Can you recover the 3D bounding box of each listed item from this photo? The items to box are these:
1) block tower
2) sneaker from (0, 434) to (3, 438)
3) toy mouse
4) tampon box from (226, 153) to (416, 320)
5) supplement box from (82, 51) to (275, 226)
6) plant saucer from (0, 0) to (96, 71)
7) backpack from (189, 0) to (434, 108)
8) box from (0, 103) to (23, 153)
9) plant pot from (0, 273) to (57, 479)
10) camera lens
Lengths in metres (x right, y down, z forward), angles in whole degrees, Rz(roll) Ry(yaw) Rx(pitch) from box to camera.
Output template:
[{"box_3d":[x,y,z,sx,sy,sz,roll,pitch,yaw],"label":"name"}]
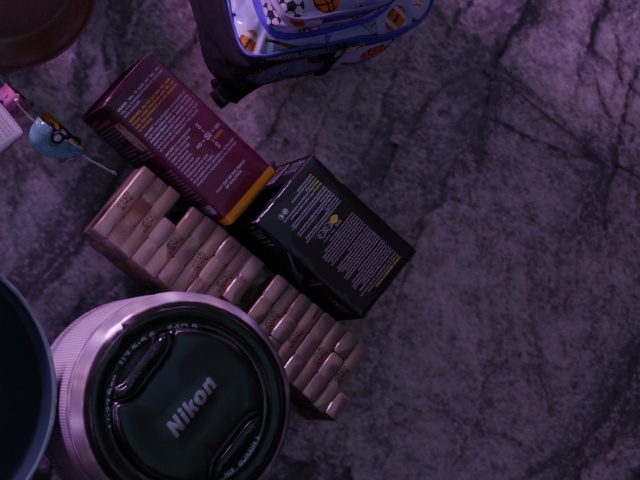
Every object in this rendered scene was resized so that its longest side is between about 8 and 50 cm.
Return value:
[{"box_3d":[-0.098,0.060,1.833,0.335,0.091,0.097,41,74,-13],"label":"block tower"},{"box_3d":[-0.330,0.234,1.764,0.042,0.067,0.118,-1,116,-23],"label":"sneaker"},{"box_3d":[-0.298,-0.120,1.756,0.161,0.143,0.031,42,92,12],"label":"toy mouse"},{"box_3d":[0.000,0.000,1.858,0.161,0.120,0.101,43,74,-12],"label":"tampon box"},{"box_3d":[-0.153,-0.103,1.819,0.188,0.104,0.081,44,72,-12],"label":"supplement box"},{"box_3d":[-0.333,-0.269,1.756,0.199,0.036,0.198,-6,128,-7],"label":"plant saucer"},{"box_3d":[-0.008,-0.307,1.845,0.263,0.213,0.276,-11,87,-31],"label":"backpack"},{"box_3d":[-0.377,-0.117,1.738,0.087,0.101,0.102,-41,98,-18],"label":"box"},{"box_3d":[-0.421,0.151,1.649,0.293,0.196,0.293,2,85,-20],"label":"plant pot"},{"box_3d":[-0.168,0.165,1.700,0.219,0.274,0.219,2,85,-21],"label":"camera lens"}]
